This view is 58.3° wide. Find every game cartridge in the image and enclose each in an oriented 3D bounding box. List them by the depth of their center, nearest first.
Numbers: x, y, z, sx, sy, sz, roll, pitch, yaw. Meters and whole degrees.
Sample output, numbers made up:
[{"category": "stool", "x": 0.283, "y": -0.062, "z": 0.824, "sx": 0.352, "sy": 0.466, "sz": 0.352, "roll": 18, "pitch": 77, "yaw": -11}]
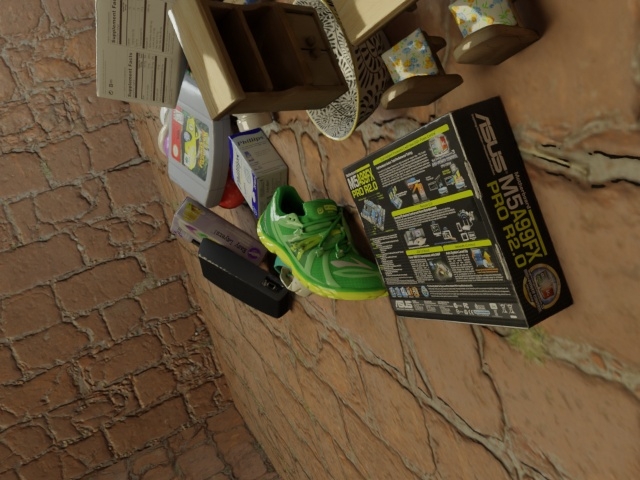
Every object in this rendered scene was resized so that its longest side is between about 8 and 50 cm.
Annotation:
[{"category": "game cartridge", "x": -0.286, "y": -0.233, "z": 1.346, "sx": 0.196, "sy": 0.060, "sz": 0.294, "roll": 32, "pitch": 128, "yaw": 32}]

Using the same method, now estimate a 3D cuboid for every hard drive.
[{"category": "hard drive", "x": -0.194, "y": 0.102, "z": 1.444, "sx": 0.255, "sy": 0.054, "sz": 0.172, "roll": 28, "pitch": 153, "yaw": 10}]

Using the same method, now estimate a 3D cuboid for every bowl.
[{"category": "bowl", "x": 0.032, "y": -0.212, "z": 0.680, "sx": 0.170, "sy": 0.080, "sz": 0.170, "roll": 51, "pitch": 154, "yaw": 37}]

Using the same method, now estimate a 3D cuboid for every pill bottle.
[{"category": "pill bottle", "x": -0.138, "y": -0.276, "z": 1.060, "sx": 0.078, "sy": 0.078, "sz": 0.137, "roll": 16, "pitch": 126, "yaw": 66}]

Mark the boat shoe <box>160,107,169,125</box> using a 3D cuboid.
[{"category": "boat shoe", "x": -0.398, "y": -0.306, "z": 1.707, "sx": 0.084, "sy": 0.095, "sz": 0.258, "roll": 50, "pitch": 164, "yaw": 31}]

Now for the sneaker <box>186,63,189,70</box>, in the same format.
[{"category": "sneaker", "x": -0.380, "y": -0.509, "z": 1.446, "sx": 0.314, "sy": 0.116, "sz": 0.136, "roll": 36, "pitch": 130, "yaw": 50}]

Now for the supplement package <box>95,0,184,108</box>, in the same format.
[{"category": "supplement package", "x": -0.330, "y": -0.408, "z": 1.104, "sx": 0.262, "sy": 0.145, "sz": 0.204, "roll": -100, "pitch": 20, "yaw": -53}]

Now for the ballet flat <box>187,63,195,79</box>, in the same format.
[{"category": "ballet flat", "x": -0.222, "y": -0.394, "z": 1.162, "sx": 0.086, "sy": 0.086, "sz": 0.248, "roll": 67, "pitch": 165, "yaw": 5}]

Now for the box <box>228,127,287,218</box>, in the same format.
[{"category": "box", "x": -0.129, "y": -0.139, "z": 1.185, "sx": 0.137, "sy": 0.072, "sz": 0.126, "roll": 56, "pitch": 156, "yaw": 32}]

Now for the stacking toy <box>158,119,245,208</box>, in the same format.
[{"category": "stacking toy", "x": -0.297, "y": -0.194, "z": 1.509, "sx": 0.330, "sy": 0.141, "sz": 0.141, "roll": 47, "pitch": 152, "yaw": 33}]

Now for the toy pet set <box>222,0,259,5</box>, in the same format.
[{"category": "toy pet set", "x": -0.105, "y": -0.371, "z": 0.937, "sx": 0.114, "sy": 0.065, "sz": 0.122, "roll": 34, "pitch": -158, "yaw": -57}]

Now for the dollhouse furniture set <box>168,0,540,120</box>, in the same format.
[{"category": "dollhouse furniture set", "x": 0.014, "y": -0.208, "z": 0.487, "sx": 0.242, "sy": 0.161, "sz": 0.212, "roll": -26, "pitch": 85, "yaw": 42}]

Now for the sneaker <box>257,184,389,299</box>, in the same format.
[{"category": "sneaker", "x": 0.000, "y": 0.000, "z": 0.924, "sx": 0.295, "sy": 0.109, "sz": 0.123, "roll": 35, "pitch": 120, "yaw": 36}]

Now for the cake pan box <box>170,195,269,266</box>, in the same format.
[{"category": "cake pan box", "x": -0.275, "y": -0.006, "z": 1.524, "sx": 0.246, "sy": 0.070, "sz": 0.267, "roll": 35, "pitch": 164, "yaw": -11}]

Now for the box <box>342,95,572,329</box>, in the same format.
[{"category": "box", "x": 0.134, "y": -0.016, "z": 0.652, "sx": 0.216, "sy": 0.060, "sz": 0.270, "roll": 69, "pitch": 160, "yaw": -2}]

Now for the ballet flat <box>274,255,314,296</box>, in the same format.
[{"category": "ballet flat", "x": -0.029, "y": 0.063, "z": 1.105, "sx": 0.087, "sy": 0.083, "sz": 0.247, "roll": -69, "pitch": 22, "yaw": 0}]
